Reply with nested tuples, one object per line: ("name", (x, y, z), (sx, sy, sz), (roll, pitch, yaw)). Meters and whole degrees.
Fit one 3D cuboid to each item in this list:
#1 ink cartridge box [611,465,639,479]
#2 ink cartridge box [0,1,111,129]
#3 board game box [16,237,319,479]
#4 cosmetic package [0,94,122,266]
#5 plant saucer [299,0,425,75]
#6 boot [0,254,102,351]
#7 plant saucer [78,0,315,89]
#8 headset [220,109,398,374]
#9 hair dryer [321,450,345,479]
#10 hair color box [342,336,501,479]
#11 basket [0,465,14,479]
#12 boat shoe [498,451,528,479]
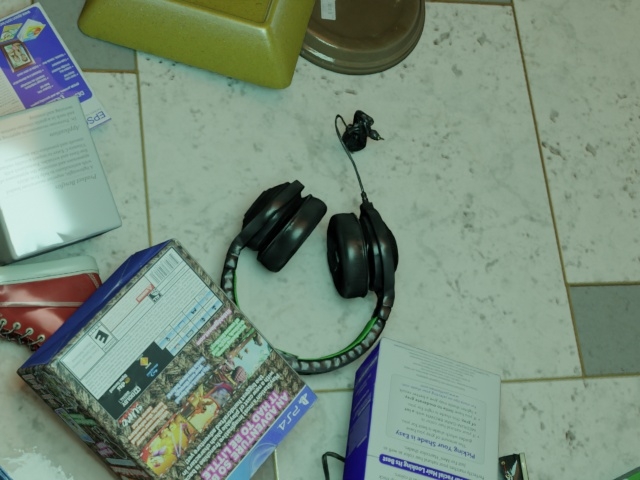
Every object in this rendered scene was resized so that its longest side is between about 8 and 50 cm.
("ink cartridge box", (0.467, 0.440, 1.748), (0.153, 0.087, 0.208), (-21, 78, -23))
("ink cartridge box", (-0.437, -0.206, 1.734), (0.206, 0.045, 0.208), (-31, 85, -24))
("board game box", (-0.193, 0.185, 1.568), (0.291, 0.141, 0.232), (50, 63, -13))
("cosmetic package", (-0.377, -0.075, 1.620), (0.151, 0.151, 0.183), (-19, 93, -25))
("plant saucer", (0.044, -0.396, 1.966), (0.278, 0.041, 0.278), (6, 69, -15))
("boot", (-0.392, 0.125, 1.603), (0.244, 0.088, 0.176), (-10, 74, -24))
("plant saucer", (-0.163, -0.425, 1.863), (0.333, 0.081, 0.332), (16, 65, -2))
("headset", (0.000, 0.000, 1.769), (0.243, 0.185, 0.394), (19, 80, -5))
("hair dryer", (0.139, 0.387, 1.659), (0.223, 0.080, 0.293), (-21, 65, -35))
("hair color box", (0.128, 0.311, 1.590), (0.185, 0.110, 0.339), (19, 47, -11))
("basket", (-0.474, 0.299, 1.392), (0.255, 0.289, 0.201), (36, 71, -6))
("boat shoe", (0.283, 0.370, 1.744), (0.042, 0.049, 0.133), (-11, 79, 8))
